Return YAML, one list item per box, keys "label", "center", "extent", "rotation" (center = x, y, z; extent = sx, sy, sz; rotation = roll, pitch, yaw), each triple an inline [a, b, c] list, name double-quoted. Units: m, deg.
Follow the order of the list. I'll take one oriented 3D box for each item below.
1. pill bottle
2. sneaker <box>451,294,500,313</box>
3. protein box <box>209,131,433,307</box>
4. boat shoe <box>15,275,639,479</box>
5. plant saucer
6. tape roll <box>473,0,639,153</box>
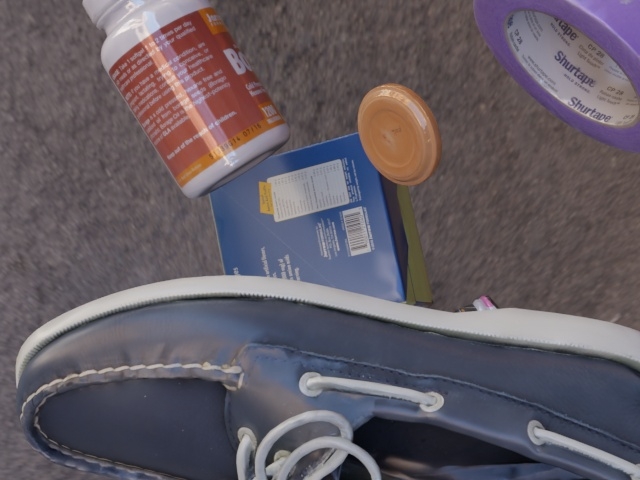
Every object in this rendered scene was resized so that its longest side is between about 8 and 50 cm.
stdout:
- label: "pill bottle"
  center: [-0.132, -0.158, 1.253]
  extent: [0.121, 0.121, 0.216]
  rotation: [-32, 91, -7]
- label: "sneaker"
  center: [0.161, 0.137, 1.549]
  extent: [0.077, 0.178, 0.072]
  rotation: [-11, 41, -15]
- label: "protein box"
  center: [0.000, 0.000, 1.506]
  extent: [0.201, 0.136, 0.200]
  rotation: [-14, 82, 17]
- label: "boat shoe"
  center: [0.009, 0.075, 0.485]
  extent: [0.254, 0.095, 0.079]
  rotation: [6, 44, -2]
- label: "plant saucer"
  center: [0.060, -0.082, 1.032]
  extent: [0.013, 0.083, 0.083]
  rotation: [-28, 79, -38]
- label: "tape roll"
  center: [0.214, -0.158, 0.998]
  extent: [0.189, 0.189, 0.080]
  rotation: [39, 80, 6]
